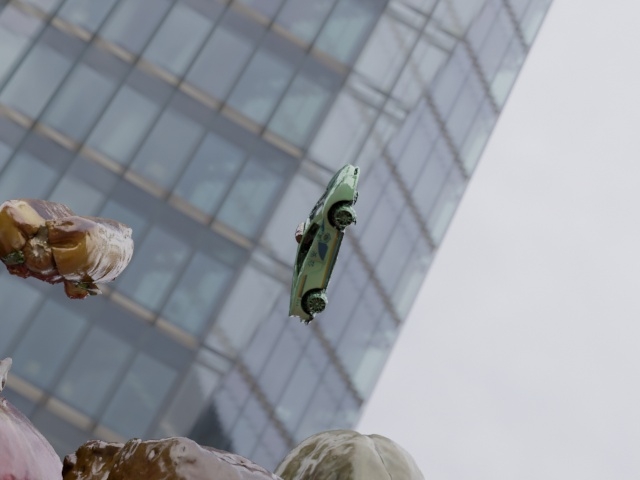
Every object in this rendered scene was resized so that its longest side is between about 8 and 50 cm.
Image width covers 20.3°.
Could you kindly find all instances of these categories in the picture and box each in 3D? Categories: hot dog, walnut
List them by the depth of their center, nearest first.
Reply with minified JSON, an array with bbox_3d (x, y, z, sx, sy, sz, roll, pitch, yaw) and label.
[{"bbox_3d":[-0.216,0.008,1.503,0.104,0.076,0.250,16,-2,0],"label":"hot dog"},{"bbox_3d":[0.027,0.358,2.141,0.227,0.283,0.283,13,-35,-8],"label":"walnut"}]

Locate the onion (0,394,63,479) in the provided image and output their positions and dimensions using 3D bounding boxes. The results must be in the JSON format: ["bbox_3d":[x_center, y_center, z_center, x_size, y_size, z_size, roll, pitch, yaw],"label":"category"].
[{"bbox_3d":[-0.313,0.181,1.218,0.256,0.272,0.230,2,-16,21],"label":"onion"}]

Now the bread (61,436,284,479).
[{"bbox_3d":[-0.066,0.218,1.179,0.247,0.135,0.232,37,-32,-12],"label":"bread"}]

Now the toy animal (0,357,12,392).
[{"bbox_3d":[-0.427,0.214,2.202,0.225,0.284,0.302,23,-43,-13],"label":"toy animal"}]

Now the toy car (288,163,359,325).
[{"bbox_3d":[0.000,0.000,1.948,0.058,0.093,0.186,17,-70,-2],"label":"toy car"}]
